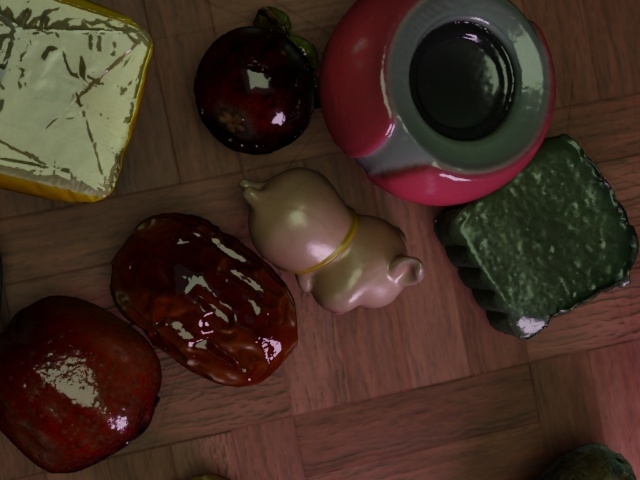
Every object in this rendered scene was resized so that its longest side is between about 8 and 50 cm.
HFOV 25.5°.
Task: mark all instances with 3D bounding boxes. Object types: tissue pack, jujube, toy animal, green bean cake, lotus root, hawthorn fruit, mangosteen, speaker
[{"bbox_3d":[-0.356,-0.177,1.629,0.293,0.382,0.228,15,93,-10],"label":"tissue pack"},{"bbox_3d":[-0.145,0.074,1.781,0.250,0.174,0.174,42,86,-6],"label":"jujube"},{"bbox_3d":[0.000,-0.002,1.799,0.248,0.165,0.149,28,113,-18],"label":"toy animal"},{"bbox_3d":[0.290,-0.003,1.868,0.227,0.125,0.222,-33,95,-8],"label":"green bean cake"},{"bbox_3d":[0.300,0.411,1.873,0.140,0.158,0.322,37,92,-7],"label":"lotus root"},{"bbox_3d":[-0.320,0.163,1.740,0.250,0.215,0.215,44,86,-7],"label":"hawthorn fruit"},{"bbox_3d":[-0.071,-0.200,1.791,0.166,0.166,0.180,45,59,-8],"label":"mangosteen"},{"bbox_3d":[0.150,-0.185,1.764,0.294,0.294,0.294,0,93,-9],"label":"speaker"}]

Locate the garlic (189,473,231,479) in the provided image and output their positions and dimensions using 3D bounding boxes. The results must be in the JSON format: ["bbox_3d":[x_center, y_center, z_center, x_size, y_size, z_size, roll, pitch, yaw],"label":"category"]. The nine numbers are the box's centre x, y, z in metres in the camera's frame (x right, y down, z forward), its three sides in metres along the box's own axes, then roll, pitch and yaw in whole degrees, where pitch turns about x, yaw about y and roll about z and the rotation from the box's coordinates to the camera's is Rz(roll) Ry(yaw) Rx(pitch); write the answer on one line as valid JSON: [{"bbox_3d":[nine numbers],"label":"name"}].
[{"bbox_3d":[-0.145,0.428,1.830,0.164,0.145,0.244,18,91,23],"label":"garlic"}]

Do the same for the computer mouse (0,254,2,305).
[{"bbox_3d":[-0.457,0.089,1.784,0.113,0.068,0.229,5,104,-24],"label":"computer mouse"}]
